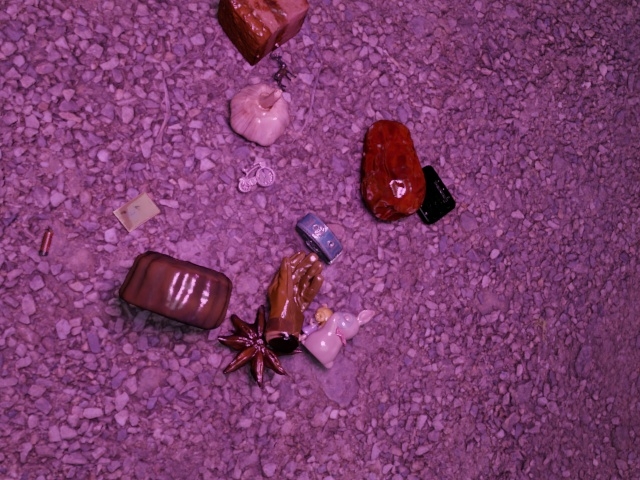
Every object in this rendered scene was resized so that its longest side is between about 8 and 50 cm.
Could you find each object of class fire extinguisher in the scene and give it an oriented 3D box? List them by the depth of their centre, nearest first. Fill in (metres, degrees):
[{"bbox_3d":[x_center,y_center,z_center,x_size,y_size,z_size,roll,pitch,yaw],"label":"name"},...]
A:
[{"bbox_3d":[-0.774,0.000,1.244,0.022,0.028,0.083,9,83,17],"label":"fire extinguisher"}]

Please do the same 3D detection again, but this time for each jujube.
[{"bbox_3d":[0.240,-0.244,1.482,0.216,0.216,0.342,1,72,-17],"label":"jujube"}]

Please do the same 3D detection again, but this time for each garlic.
[{"bbox_3d":[-0.172,-0.402,1.349,0.199,0.226,0.199,2,85,-22],"label":"garlic"}]

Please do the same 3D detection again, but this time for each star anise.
[{"bbox_3d":[-0.195,0.333,1.357,0.271,0.102,0.272,10,53,-14],"label":"star anise"}]

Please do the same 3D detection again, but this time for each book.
[{"bbox_3d":[-0.550,-0.086,1.323,0.111,0.014,0.077,-38,97,-16],"label":"book"}]

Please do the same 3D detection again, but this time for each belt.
[{"bbox_3d":[-0.006,-0.006,1.419,0.163,0.148,0.082,43,79,12],"label":"belt"}]

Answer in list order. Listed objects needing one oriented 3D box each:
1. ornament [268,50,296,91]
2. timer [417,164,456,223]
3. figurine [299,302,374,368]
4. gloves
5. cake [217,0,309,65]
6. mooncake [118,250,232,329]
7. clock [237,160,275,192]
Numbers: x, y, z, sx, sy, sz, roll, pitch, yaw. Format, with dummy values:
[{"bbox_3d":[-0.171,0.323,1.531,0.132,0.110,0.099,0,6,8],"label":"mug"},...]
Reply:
[{"bbox_3d":[-0.134,-0.559,1.440,0.073,0.028,0.125,-53,135,-13],"label":"ornament"},{"bbox_3d":[0.388,-0.162,1.594,0.144,0.055,0.187,-35,93,-18],"label":"timer"},{"bbox_3d":[0.051,0.278,1.428,0.155,0.127,0.235,40,75,22],"label":"figurine"},{"bbox_3d":[-0.091,0.177,1.373,0.154,0.141,0.331,23,54,-15],"label":"gloves"},{"bbox_3d":[-0.156,-0.727,1.391,0.293,0.198,0.196,-40,96,-16],"label":"cake"},{"bbox_3d":[-0.390,0.134,1.218,0.290,0.290,0.161,22,78,-14],"label":"mooncake"},{"bbox_3d":[-0.212,-0.202,1.419,0.129,0.041,0.087,-27,99,-22],"label":"clock"}]
